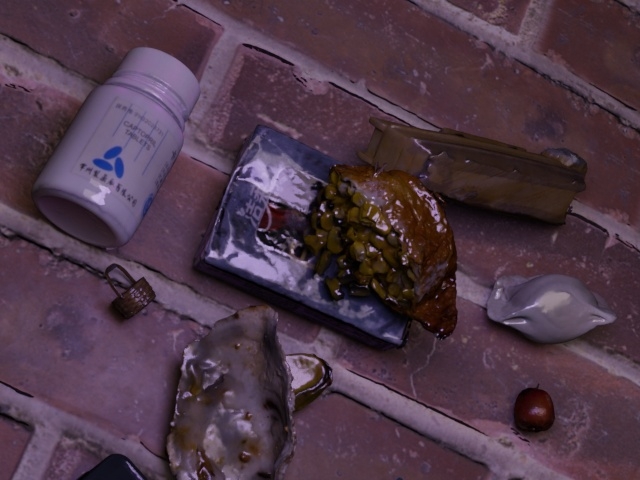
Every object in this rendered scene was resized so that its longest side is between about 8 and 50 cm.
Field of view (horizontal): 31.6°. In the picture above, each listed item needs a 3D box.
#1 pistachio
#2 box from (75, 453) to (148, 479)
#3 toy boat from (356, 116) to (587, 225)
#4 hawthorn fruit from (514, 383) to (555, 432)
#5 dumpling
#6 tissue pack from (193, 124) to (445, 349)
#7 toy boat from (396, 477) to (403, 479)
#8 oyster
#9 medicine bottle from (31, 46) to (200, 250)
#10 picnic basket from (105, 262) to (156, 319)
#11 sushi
[{"bbox_3d":[-0.065,0.230,1.780,0.172,0.049,0.090,-7,69,-12],"label":"pistachio"},{"bbox_3d":[-0.310,0.403,1.568,0.144,0.090,0.201,49,38,1],"label":"box"},{"bbox_3d":[0.272,-0.130,1.946,0.445,0.136,0.162,10,25,-28],"label":"toy boat"},{"bbox_3d":[0.360,0.286,1.907,0.077,0.077,0.077,6,70,-18],"label":"hawthorn fruit"},{"bbox_3d":[0.393,0.105,1.960,0.228,0.124,0.151,4,33,-11],"label":"dumpling"},{"bbox_3d":[0.000,0.000,1.842,0.361,0.122,0.259,26,69,-13],"label":"tissue pack"},{"bbox_3d":[0.071,0.463,1.731,0.098,0.109,0.238,27,59,28],"label":"toy boat"},{"bbox_3d":[-0.126,0.298,1.699,0.204,0.111,0.396,-6,87,11],"label":"oyster"},{"bbox_3d":[-0.309,-0.146,1.750,0.170,0.170,0.293,29,64,-9],"label":"medicine bottle"},{"bbox_3d":[-0.300,0.073,1.735,0.072,0.072,0.083,-41,98,-26],"label":"picnic basket"},{"bbox_3d":[0.102,0.011,1.737,0.179,0.166,0.296,-34,101,-35],"label":"sushi"}]
